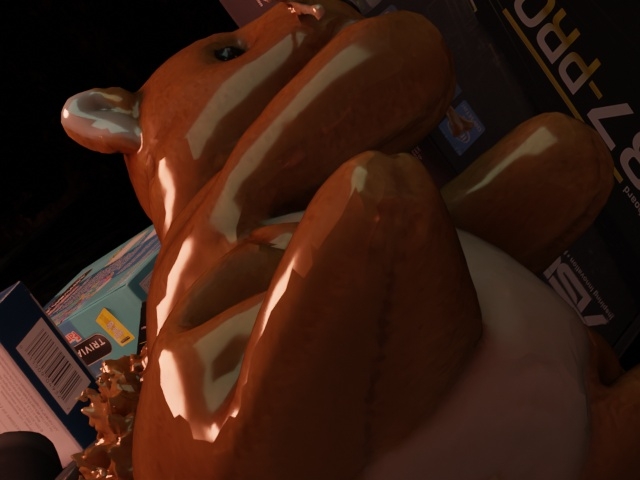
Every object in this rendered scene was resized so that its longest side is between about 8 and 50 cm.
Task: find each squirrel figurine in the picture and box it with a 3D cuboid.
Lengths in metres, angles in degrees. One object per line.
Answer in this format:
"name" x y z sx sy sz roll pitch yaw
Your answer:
"squirrel figurine" -0.031 0.058 0.858 0.397 0.281 0.370 -59 39 19

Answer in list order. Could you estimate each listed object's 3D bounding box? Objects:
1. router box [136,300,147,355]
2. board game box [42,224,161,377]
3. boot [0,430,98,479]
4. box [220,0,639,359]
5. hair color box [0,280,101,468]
"router box" -0.099 0.106 1.389 0.179 0.046 0.133 -17 63 55
"board game box" -0.231 0.070 1.938 0.336 0.079 0.254 -30 13 42
"boot" -0.187 0.213 1.213 0.367 0.146 0.445 -36 7 -11
"box" 0.118 -0.144 1.090 0.097 0.395 0.318 -23 17 51
"hair color box" -0.400 0.203 1.700 0.347 0.174 0.105 -30 13 22
